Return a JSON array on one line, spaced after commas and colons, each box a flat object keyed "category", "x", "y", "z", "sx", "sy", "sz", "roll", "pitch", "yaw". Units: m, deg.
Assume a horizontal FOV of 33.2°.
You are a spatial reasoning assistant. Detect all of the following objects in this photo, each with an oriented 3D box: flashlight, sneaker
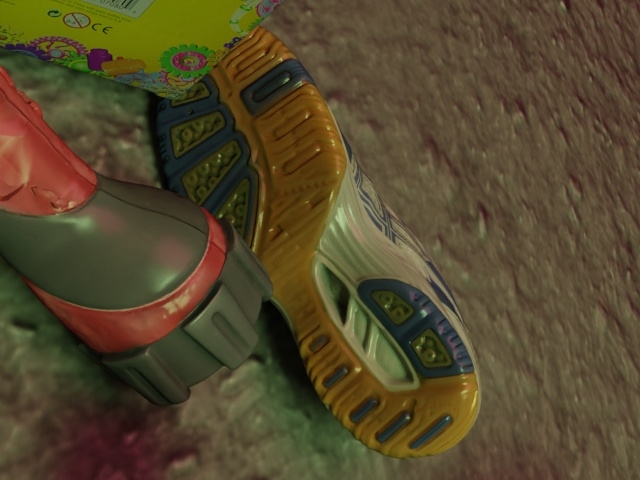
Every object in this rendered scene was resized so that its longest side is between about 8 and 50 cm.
[{"category": "flashlight", "x": -0.137, "y": -0.046, "z": 0.487, "sx": 0.103, "sy": 0.103, "sz": 0.304, "roll": -48, "pitch": 130, "yaw": -15}, {"category": "sneaker", "x": 0.000, "y": 0.000, "z": 0.681, "sx": 0.296, "sy": 0.111, "sz": 0.131, "roll": 61, "pitch": 13, "yaw": 7}]

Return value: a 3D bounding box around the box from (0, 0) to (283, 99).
[{"category": "box", "x": -0.161, "y": -0.265, "z": 0.554, "sx": 0.290, "sy": 0.177, "sz": 0.279, "roll": 12, "pitch": 61, "yaw": -34}]
